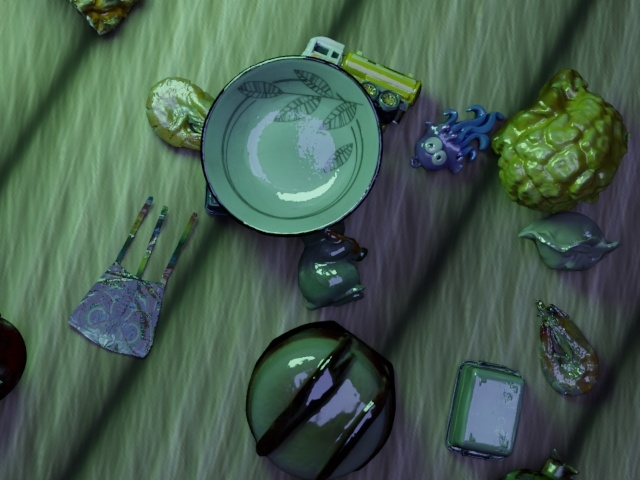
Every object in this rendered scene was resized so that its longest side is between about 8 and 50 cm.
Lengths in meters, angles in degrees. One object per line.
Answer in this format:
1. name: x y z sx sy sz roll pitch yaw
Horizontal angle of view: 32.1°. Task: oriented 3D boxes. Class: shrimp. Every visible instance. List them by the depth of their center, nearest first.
1. shrimp: -0.217 -0.204 1.988 0.217 0.051 0.115 36 90 -1
2. shrimp: 0.433 0.191 1.999 0.101 0.042 0.190 -27 88 2

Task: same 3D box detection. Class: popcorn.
1. popcorn: 0.421 -0.177 1.956 0.237 0.206 0.251 -11 74 10

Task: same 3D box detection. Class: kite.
1. kite: -0.321 0.061 1.977 0.152 0.015 0.285 26 87 -4

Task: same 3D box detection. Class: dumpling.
1. dumpling: 0.447 0.008 1.971 0.188 0.127 0.108 10 103 -7

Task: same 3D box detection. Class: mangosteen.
1. mangosteen: -0.595 0.190 1.880 0.200 0.200 0.200 0 85 -4

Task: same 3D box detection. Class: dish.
1. dish: -0.045 -0.156 1.914 0.316 0.106 0.316 0 87 8

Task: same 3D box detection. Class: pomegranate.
1. pomegranate: 0.377 0.452 1.924 0.169 0.148 0.148 -31 88 -4

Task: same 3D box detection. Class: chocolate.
1. chocolate: 0.006 0.280 1.891 0.283 0.186 0.283 0 84 -4

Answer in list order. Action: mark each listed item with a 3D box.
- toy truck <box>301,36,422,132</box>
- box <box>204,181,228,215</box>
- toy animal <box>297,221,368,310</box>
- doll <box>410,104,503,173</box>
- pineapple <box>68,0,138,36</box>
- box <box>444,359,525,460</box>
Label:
1. toy truck: 0.063 -0.279 1.985 0.227 0.098 0.114 22 59 -3
2. box: -0.170 -0.096 1.978 0.074 0.054 0.099 3 85 -2
3. toy animal: 0.002 0.003 1.954 0.138 0.108 0.236 -23 86 -5
4. doll: 0.246 -0.186 2.009 0.206 0.067 0.110 -33 97 -16
5. pineapple: -0.399 -0.578 1.928 0.286 0.209 0.344 -43 87 -6
6. box: 0.295 0.300 1.953 0.124 0.093 0.172 11 84 -2
